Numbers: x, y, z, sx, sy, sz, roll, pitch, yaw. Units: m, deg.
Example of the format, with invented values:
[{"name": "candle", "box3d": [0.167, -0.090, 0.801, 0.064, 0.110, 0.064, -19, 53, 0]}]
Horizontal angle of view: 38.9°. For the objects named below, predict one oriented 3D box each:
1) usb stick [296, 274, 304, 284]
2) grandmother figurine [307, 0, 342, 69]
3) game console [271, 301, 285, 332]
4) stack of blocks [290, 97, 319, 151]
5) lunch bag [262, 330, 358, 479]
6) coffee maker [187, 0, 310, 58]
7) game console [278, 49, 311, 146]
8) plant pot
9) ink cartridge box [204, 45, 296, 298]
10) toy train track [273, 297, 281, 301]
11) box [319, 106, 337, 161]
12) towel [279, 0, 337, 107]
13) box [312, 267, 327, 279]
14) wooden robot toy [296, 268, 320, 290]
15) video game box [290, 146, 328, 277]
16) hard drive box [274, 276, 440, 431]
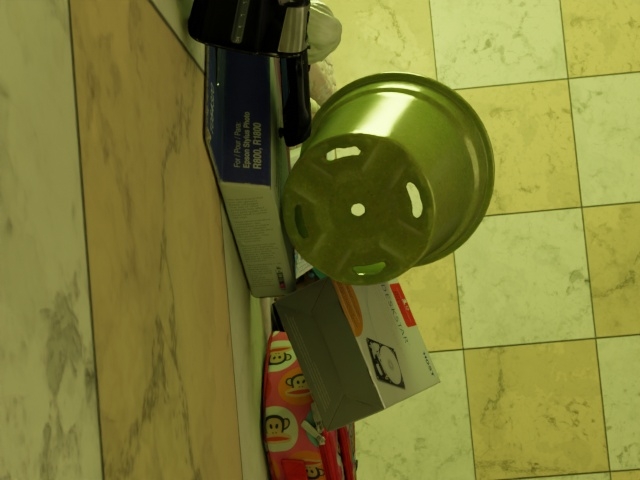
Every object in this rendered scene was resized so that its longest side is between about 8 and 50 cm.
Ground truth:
[{"name": "usb stick", "box3d": [-0.038, 0.114, 1.827, 0.278, 0.045, 0.077, 81, 12, -61]}, {"name": "grandmother figurine", "box3d": [-0.044, -0.339, 1.354, 0.342, 0.104, 0.207, -112, -172, -62]}, {"name": "game console", "box3d": [-0.065, 0.176, 1.452, 0.107, 0.071, 0.122, 52, -14, 27]}, {"name": "stack of blocks", "box3d": [-0.042, -0.179, 1.829, 0.171, 0.087, 0.297, 80, 5, -56]}, {"name": "lunch bag", "box3d": [-0.014, 0.296, 1.290, 0.258, 0.120, 0.293, -85, 168, -54]}, {"name": "coffee maker", "box3d": [-0.075, -0.282, 0.872, 0.120, 0.171, 0.178, -47, 158, -57]}, {"name": "game console", "box3d": [-0.040, -0.294, 1.053, 0.213, 0.044, 0.361, 76, 10, -84]}, {"name": "plant pot", "box3d": [0.073, -0.064, 1.140, 0.254, 0.276, 0.275, -46, 132, -70]}, {"name": "ink cartridge box", "box3d": [-0.081, -0.146, 1.146, 0.330, 0.072, 0.324, 83, 3, -57]}, {"name": "toy train track", "box3d": [-0.065, 0.098, 1.469, 0.048, 0.014, 0.083, -73, 145, -60]}, {"name": "box", "box3d": [-0.021, -0.189, 2.029, 0.103, 0.114, 0.203, 76, 11, -72]}, {"name": "towel", "box3d": [-0.045, -0.438, 1.709, 0.332, 0.054, 0.316, 32, 47, -69]}, {"name": "box", "box3d": [0.000, 0.000, 1.630, 0.244, 0.060, 0.100, 54, 19, -29]}, {"name": "wooden robot toy", "box3d": [-0.027, 0.065, 1.675, 0.173, 0.076, 0.079, 53, 31, -41]}, {"name": "video game box", "box3d": [-0.037, -0.047, 1.438, 0.205, 0.048, 0.187, -31, 116, -64]}, {"name": "hard drive box", "box3d": [0.056, 0.140, 1.223, 0.232, 0.089, 0.181, -2, 68, -66]}]
